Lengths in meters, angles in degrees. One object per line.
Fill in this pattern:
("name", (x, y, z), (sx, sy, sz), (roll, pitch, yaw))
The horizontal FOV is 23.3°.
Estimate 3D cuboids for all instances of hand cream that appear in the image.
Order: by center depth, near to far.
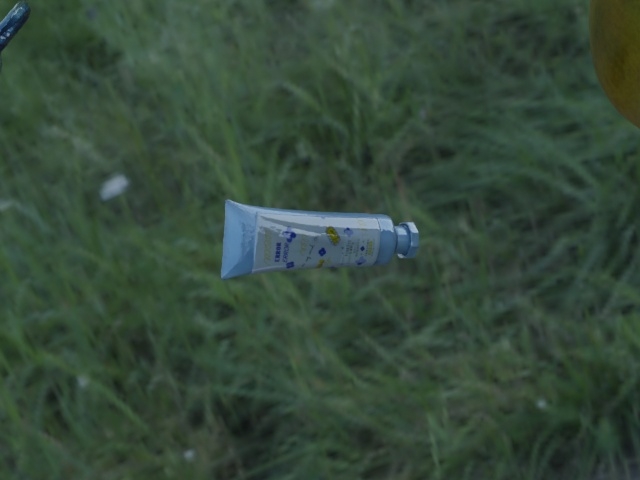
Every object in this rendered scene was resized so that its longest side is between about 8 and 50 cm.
("hand cream", (0.000, 0.000, 1.258), (0.170, 0.065, 0.043), (0, 8, -27))

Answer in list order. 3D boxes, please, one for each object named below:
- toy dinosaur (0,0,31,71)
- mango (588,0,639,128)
("toy dinosaur", (-0.312, -0.110, 1.289), (0.076, 0.363, 0.147), (11, 51, -30))
("mango", (0.281, -0.189, 1.028), (0.173, 0.317, 0.211), (39, 62, 19))
